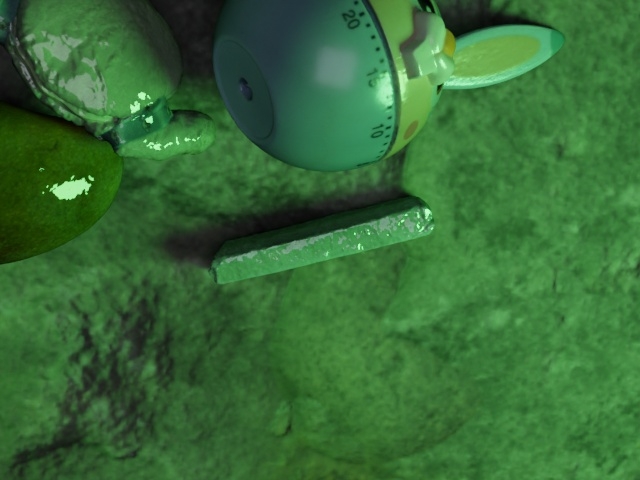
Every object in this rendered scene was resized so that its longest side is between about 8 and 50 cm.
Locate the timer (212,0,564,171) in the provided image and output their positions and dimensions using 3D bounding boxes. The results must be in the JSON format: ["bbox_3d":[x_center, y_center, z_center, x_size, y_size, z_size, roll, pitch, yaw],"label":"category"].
[{"bbox_3d":[0.054,-0.137,1.116,0.255,0.175,0.175,-15,110,-4],"label":"timer"}]

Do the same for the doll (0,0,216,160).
[{"bbox_3d":[-0.156,-0.131,1.124,0.214,0.071,0.103,45,56,-14],"label":"doll"}]

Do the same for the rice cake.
[{"bbox_3d":[0.000,0.000,1.221,0.170,0.033,0.029,-15,114,-3],"label":"rice cake"}]

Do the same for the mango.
[{"bbox_3d":[-0.268,-0.045,1.128,0.267,0.111,0.133,-1,108,-9],"label":"mango"}]
